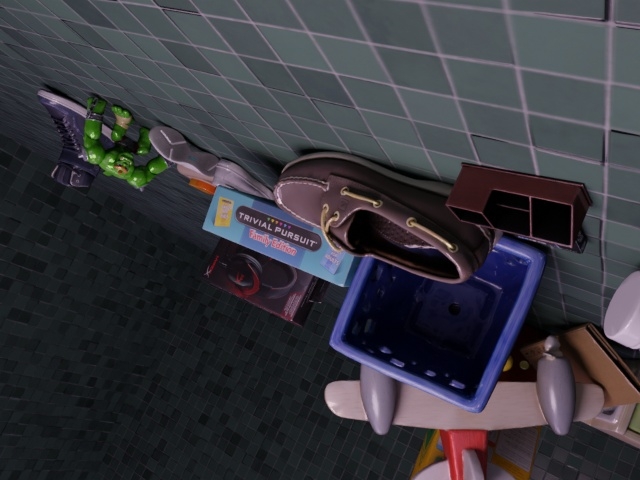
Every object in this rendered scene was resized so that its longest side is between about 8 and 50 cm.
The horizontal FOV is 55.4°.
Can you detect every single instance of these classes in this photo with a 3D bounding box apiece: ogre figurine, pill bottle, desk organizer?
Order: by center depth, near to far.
[{"bbox_3d":[0.199,-0.037,0.623,0.130,0.050,0.047,18,168,40],"label":"desk organizer"},{"bbox_3d":[0.421,0.108,0.666,0.187,0.111,0.112,24,171,7],"label":"pill bottle"},{"bbox_3d":[-0.371,-0.175,1.168,0.097,0.118,0.197,19,170,35],"label":"ogre figurine"}]

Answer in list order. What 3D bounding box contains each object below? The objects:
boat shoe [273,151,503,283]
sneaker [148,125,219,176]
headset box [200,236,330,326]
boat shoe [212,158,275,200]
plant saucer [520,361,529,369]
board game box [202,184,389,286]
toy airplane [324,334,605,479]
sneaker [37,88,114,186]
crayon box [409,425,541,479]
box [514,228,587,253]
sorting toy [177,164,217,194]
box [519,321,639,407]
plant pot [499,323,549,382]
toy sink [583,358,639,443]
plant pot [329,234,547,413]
[{"bbox_3d":[0.061,-0.030,0.781,0.325,0.096,0.116,18,140,30],"label":"boat shoe"},{"bbox_3d":[-0.261,-0.164,1.138,0.152,0.053,0.061,32,171,-41],"label":"sneaker"},{"bbox_3d":[-0.109,0.063,1.500,0.293,0.218,0.110,23,171,18],"label":"headset box"},{"bbox_3d":[-0.149,-0.093,1.201,0.066,0.063,0.184,21,170,27],"label":"boat shoe"},{"bbox_3d":[0.566,0.326,1.725,0.188,0.045,0.188,18,169,39],"label":"plant saucer"},{"bbox_3d":[0.000,0.000,1.053,0.254,0.079,0.336,21,-176,22],"label":"board game box"},{"bbox_3d":[0.259,0.273,1.095,0.384,0.386,0.272,41,152,23],"label":"toy airplane"},{"bbox_3d":[-0.543,-0.208,1.308,0.086,0.163,0.226,23,169,27],"label":"sneaker"},{"bbox_3d":[0.299,0.454,1.204,0.203,0.323,0.083,30,139,5],"label":"crayon box"},{"bbox_3d":[0.257,-0.014,0.700,0.083,0.018,0.067,19,169,37],"label":"box"},{"bbox_3d":[-0.203,-0.104,1.371,0.193,0.038,0.208,16,167,45],"label":"sorting toy"},{"bbox_3d":[0.490,0.246,1.149,0.164,0.021,0.201,51,153,6],"label":"box"},{"bbox_3d":[0.396,0.298,1.428,0.268,0.267,0.235,24,157,13],"label":"plant pot"},{"bbox_3d":[0.632,0.326,1.210,0.234,0.152,0.131,26,171,5],"label":"toy sink"},{"bbox_3d":[0.185,0.100,0.911,0.236,0.235,0.212,22,177,23],"label":"plant pot"}]
